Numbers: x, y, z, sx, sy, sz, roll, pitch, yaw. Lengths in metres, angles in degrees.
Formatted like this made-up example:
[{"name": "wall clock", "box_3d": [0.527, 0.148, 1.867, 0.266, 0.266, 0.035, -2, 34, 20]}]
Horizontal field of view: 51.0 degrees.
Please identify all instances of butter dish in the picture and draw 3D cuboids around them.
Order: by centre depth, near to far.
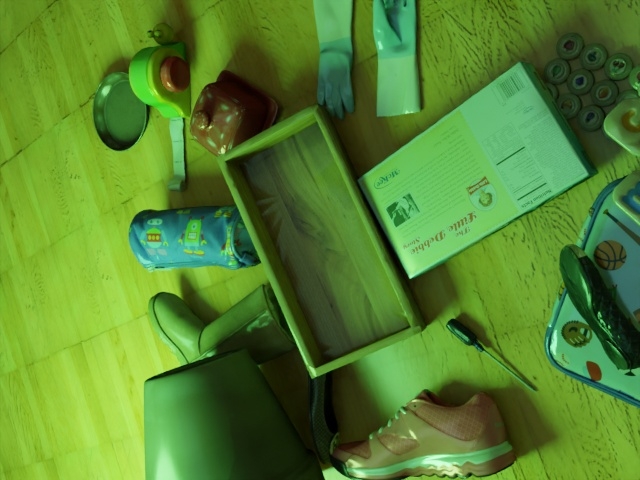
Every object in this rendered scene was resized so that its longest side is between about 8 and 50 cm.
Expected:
[{"name": "butter dish", "box_3d": [-0.184, -0.220, 1.240, 0.160, 0.118, 0.160, 37, 113, 24]}]

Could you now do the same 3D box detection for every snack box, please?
[{"name": "snack box", "box_3d": [0.223, -0.096, 1.019, 0.322, 0.060, 0.187, -34, 77, 34]}]

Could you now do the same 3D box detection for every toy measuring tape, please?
[{"name": "toy measuring tape", "box_3d": [-0.317, -0.260, 1.325, 0.121, 0.121, 0.330, 5, 99, 32]}]

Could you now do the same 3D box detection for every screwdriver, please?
[{"name": "screwdriver", "box_3d": [0.266, 0.184, 1.056, 0.025, 0.024, 0.170, -45, 71, -2]}]

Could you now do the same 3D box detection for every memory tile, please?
[{"name": "memory tile", "box_3d": [0.379, -0.214, 0.937, 0.148, 0.012, 0.113, 34, 113, 25]}]

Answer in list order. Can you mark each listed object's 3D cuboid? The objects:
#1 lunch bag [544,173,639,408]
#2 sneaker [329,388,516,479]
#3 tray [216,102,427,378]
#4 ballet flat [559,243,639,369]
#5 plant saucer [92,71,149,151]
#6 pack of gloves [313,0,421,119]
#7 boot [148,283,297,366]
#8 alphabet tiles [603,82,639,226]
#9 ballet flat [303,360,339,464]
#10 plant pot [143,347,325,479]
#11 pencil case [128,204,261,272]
[{"name": "lunch bag", "box_3d": [0.447, 0.067, 0.871, 0.243, 0.115, 0.304, 25, 110, 26]}, {"name": "sneaker", "box_3d": [0.158, 0.316, 1.106, 0.313, 0.116, 0.136, -14, 78, 27]}, {"name": "tray", "box_3d": [0.000, 0.000, 1.140, 0.202, 0.076, 0.411, -26, 82, 16]}, {"name": "ballet flat", "box_3d": [0.355, 0.080, 0.844, 0.173, 0.049, 0.057, 62, 165, 6]}, {"name": "plant saucer", "box_3d": [-0.424, -0.275, 1.443, 0.168, 0.029, 0.169, 5, 99, 33]}, {"name": "pack of gloves", "box_3d": [0.064, -0.319, 1.110, 0.195, 0.046, 0.232, 0, 96, 32]}, {"name": "boot", "box_3d": [-0.189, 0.153, 1.313, 0.269, 0.089, 0.236, -34, 90, 32]}, {"name": "alphabet tiles", "box_3d": [0.491, -0.105, 0.778, 0.284, 0.021, 0.278, -46, 71, 8]}, {"name": "ballet flat", "box_3d": [0.009, 0.277, 1.209, 0.058, 0.084, 0.250, -7, 89, 9]}, {"name": "plant pot", "box_3d": [-0.182, 0.352, 1.187, 0.323, 0.323, 0.281, -21, 85, 33]}, {"name": "pencil case", "box_3d": [-0.239, -0.002, 1.300, 0.306, 0.119, 0.133, -2, 73, 33]}]
